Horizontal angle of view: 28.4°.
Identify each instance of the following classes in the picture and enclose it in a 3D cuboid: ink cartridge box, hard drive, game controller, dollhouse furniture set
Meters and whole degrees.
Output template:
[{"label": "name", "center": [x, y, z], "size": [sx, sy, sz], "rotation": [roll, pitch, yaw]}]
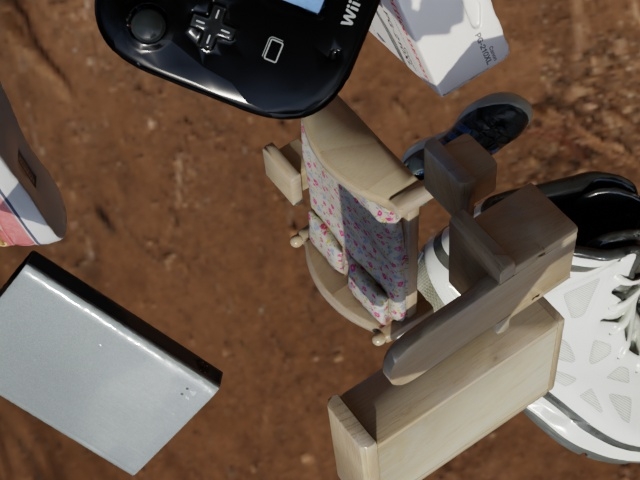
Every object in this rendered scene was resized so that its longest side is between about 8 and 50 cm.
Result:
[{"label": "ink cartridge box", "center": [0.103, -0.300, 1.482], "size": [0.172, 0.100, 0.237], "rotation": [59, 176, -38]}, {"label": "hard drive", "center": [-0.140, 0.075, 0.750], "size": [0.094, 0.135, 0.022], "rotation": [-46, 18, 28]}, {"label": "game controller", "center": [-0.016, -0.239, 0.771], "size": [0.067, 0.166, 0.319], "rotation": [-77, 9, -81]}, {"label": "dollhouse furniture set", "center": [0.000, 0.000, 0.955], "size": [0.355, 0.174, 0.303], "rotation": [49, 161, 29]}]

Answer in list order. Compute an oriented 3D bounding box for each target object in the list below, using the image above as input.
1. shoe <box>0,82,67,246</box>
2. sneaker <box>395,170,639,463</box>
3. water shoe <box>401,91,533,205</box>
[{"label": "shoe", "center": [-0.239, -0.053, 0.839], "size": [0.178, 0.081, 0.063], "rotation": [70, -169, -50]}, {"label": "sneaker", "center": [0.310, 0.086, 1.318], "size": [0.257, 0.447, 0.169], "rotation": [-44, 31, 44]}, {"label": "water shoe", "center": [0.179, -0.104, 1.532], "size": [0.203, 0.073, 0.080], "rotation": [-33, 38, 43]}]
